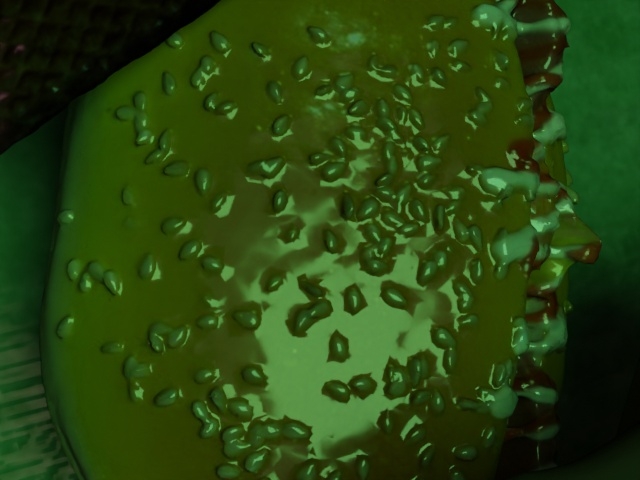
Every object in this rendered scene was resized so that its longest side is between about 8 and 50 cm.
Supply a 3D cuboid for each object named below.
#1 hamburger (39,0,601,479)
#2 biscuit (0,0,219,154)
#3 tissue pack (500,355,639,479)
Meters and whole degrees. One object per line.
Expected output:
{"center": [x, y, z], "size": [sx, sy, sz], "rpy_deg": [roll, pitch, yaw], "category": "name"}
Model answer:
{"center": [0.000, 0.000, 0.549], "size": [0.227, 0.151, 0.295], "rpy_deg": [7, 83, -21], "category": "hamburger"}
{"center": [-0.062, -0.141, 0.470], "size": [0.252, 0.106, 0.070], "rpy_deg": [-37, 55, -14], "category": "biscuit"}
{"center": [0.205, 0.168, 0.474], "size": [0.387, 0.277, 0.267], "rpy_deg": [-33, 140, -51], "category": "tissue pack"}
